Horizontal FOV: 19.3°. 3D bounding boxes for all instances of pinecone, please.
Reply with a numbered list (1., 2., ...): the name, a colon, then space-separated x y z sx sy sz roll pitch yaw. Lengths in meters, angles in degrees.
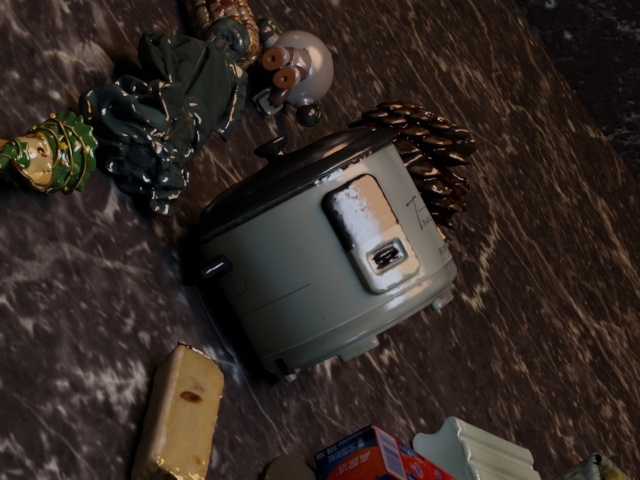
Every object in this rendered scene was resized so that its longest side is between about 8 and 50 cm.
1. pinecone: 0.097 -0.065 2.297 0.179 0.184 0.204 20 49 -33

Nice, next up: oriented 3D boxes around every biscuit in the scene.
1. biscuit: -0.127 0.162 1.661 0.056 0.052 0.188 38 26 -18

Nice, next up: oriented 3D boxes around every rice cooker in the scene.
1. rice cooker: 0.000 0.000 1.908 0.227 0.280 0.241 63 -22 -2

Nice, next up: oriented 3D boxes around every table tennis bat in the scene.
1. table tennis bat: -0.025 0.278 1.782 0.131 0.022 0.234 59 18 -3

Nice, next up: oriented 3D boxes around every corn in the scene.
1. corn: -0.133 -0.296 2.248 0.079 0.079 0.237 29 32 -53

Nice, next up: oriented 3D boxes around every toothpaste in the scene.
1. toothpaste: 0.112 0.286 1.984 0.320 0.076 0.066 38 28 -47

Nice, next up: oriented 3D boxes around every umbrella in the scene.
1. umbrella: -0.149 -0.149 1.973 0.349 0.094 0.143 -65 141 -59

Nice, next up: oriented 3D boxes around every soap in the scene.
1. soap: 0.194 0.286 2.197 0.198 0.066 0.119 28 38 -53

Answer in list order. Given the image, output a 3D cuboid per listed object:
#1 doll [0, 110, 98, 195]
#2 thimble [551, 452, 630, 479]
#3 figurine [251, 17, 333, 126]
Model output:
1. doll: -0.260 -0.065 1.684 0.078 0.076 0.113 40 44 23
2. thimble: 0.292 0.363 1.941 0.271 0.150 0.271 51 13 -16
3. figurine: -0.041 -0.206 2.296 0.147 0.093 0.197 62 20 0
